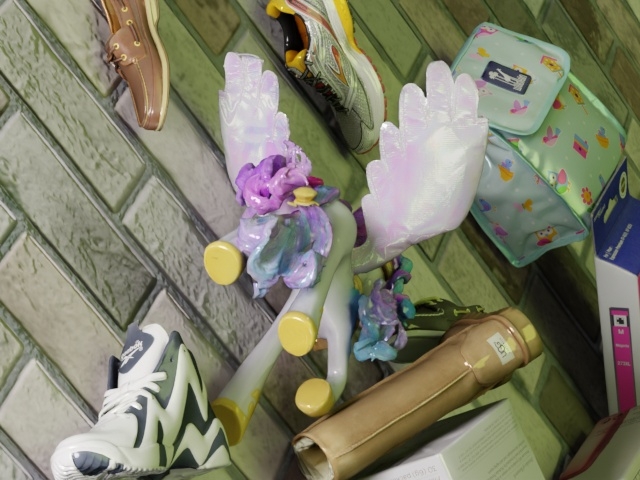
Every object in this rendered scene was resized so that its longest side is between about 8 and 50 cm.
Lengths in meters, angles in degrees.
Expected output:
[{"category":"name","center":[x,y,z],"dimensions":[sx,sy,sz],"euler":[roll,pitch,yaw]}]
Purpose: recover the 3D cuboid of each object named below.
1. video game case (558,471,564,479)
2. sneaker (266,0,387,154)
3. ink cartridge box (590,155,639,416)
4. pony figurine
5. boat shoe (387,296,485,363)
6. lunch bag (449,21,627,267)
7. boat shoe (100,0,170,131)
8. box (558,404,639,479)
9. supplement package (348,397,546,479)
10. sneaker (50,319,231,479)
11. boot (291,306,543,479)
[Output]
[{"category":"video game case","center":[0.335,0.418,2.343],"dimensions":[0.201,0.023,0.183],"euler":[57,36,-16]},{"category":"sneaker","center":[0.002,-0.203,2.212],"dimensions":[0.092,0.088,0.225],"euler":[-31,101,-29]},{"category":"ink cartridge box","center":[0.421,0.092,2.489],"dimensions":[0.176,0.069,0.371],"euler":[-51,136,-53]},{"category":"pony figurine","center":[0.000,0.000,1.955],"dimensions":[0.363,0.302,0.351],"euler":[-47,142,-57]},{"category":"boat shoe","center":[0.134,0.104,2.204],"dimensions":[0.227,0.081,0.069],"euler":[12,58,-58]},{"category":"lunch bag","center":[0.256,-0.139,2.437],"dimensions":[0.262,0.160,0.223],"euler":[49,42,-17]},{"category":"boat shoe","center":[-0.196,-0.194,1.947],"dimensions":[0.060,0.064,0.178],"euler":[-3,69,-22]},{"category":"box","center":[0.395,0.321,2.348],"dimensions":[0.149,0.126,0.232],"euler":[61,35,-8]},{"category":"supplement package","center":[0.157,0.350,2.002],"dimensions":[0.175,0.177,0.293],"euler":[-29,94,-56]},{"category":"sneaker","center":[-0.178,0.148,1.737],"dimensions":[0.235,0.094,0.153],"euler":[2,68,-54]},{"category":"boot","center":[0.086,0.172,2.004],"dimensions":[0.269,0.236,0.089],"euler":[-31,82,-18]}]
